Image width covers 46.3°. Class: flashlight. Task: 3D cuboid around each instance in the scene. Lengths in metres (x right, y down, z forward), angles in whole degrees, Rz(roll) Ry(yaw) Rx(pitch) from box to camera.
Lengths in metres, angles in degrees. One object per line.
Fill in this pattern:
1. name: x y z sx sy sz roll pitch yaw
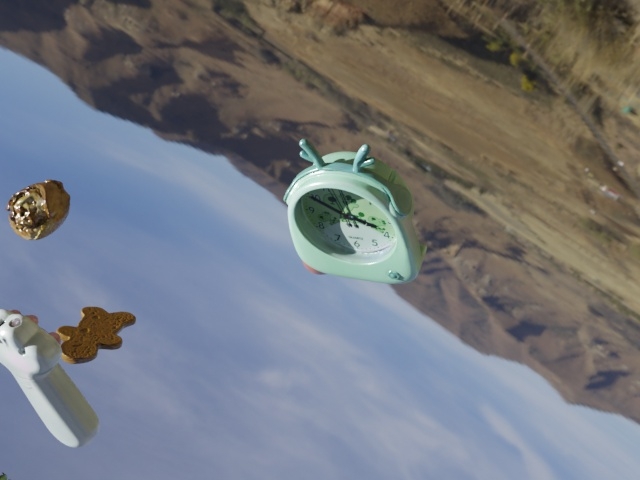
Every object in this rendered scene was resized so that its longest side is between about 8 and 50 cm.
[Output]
1. flashlight: -0.286 0.147 0.787 0.093 0.047 0.200 11 136 26

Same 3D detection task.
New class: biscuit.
1. biscuit: -0.468 0.197 1.529 0.138 0.031 0.205 9 -159 2

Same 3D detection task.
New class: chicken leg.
1. chicken leg: -0.498 -0.049 1.331 0.087 0.107 0.251 62 161 -9

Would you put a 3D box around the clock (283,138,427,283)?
1. clock: 0.039 -0.038 0.877 0.159 0.066 0.211 9 140 21

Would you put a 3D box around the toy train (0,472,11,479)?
1. toy train: -0.656 0.525 1.530 0.053 0.085 0.250 11 146 9

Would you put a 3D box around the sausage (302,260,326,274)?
1. sausage: 0.000 0.000 1.066 0.062 0.062 0.154 36 159 18
